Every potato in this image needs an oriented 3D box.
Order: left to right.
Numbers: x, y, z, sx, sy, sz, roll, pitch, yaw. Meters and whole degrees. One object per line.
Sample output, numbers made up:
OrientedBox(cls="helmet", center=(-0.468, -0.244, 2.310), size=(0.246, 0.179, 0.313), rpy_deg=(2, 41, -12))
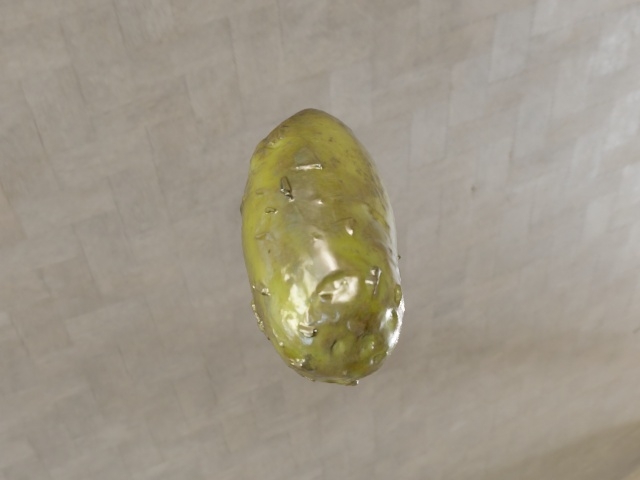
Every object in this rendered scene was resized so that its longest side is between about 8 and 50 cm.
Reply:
OrientedBox(cls="potato", center=(0.000, 0.000, 0.764), size=(0.113, 0.251, 0.149), rpy_deg=(-34, 139, 27))
